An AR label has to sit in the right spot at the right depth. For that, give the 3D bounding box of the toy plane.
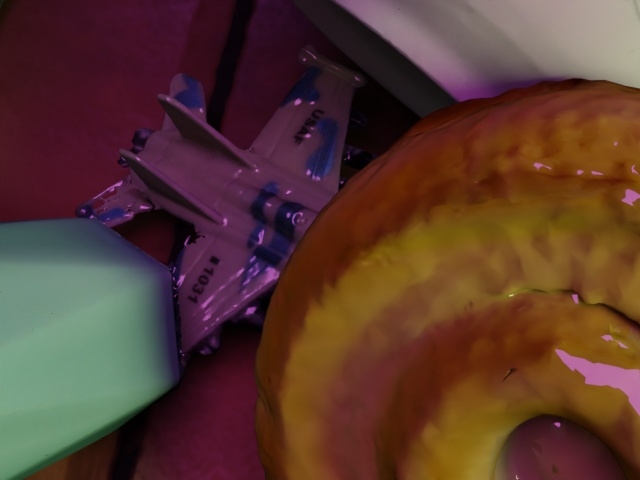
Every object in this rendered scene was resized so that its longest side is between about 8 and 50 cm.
[{"bbox_3d":[0.002,0.004,0.638,0.262,0.088,0.192,30,76,15],"label":"toy plane"}]

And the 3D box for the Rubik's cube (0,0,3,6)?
[{"bbox_3d":[-0.378,-0.160,0.575,0.362,0.363,0.358,20,71,5],"label":"Rubik's cube"}]

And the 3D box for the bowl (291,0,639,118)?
[{"bbox_3d":[0.082,-0.133,0.600,0.287,0.287,0.144,40,92,16],"label":"bowl"}]

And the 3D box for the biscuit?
[{"bbox_3d":[0.104,0.084,0.510,0.296,0.296,0.102,32,29,14],"label":"biscuit"}]

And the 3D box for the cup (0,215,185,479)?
[{"bbox_3d":[-0.168,0.053,0.535,0.148,0.236,0.134,3,99,35],"label":"cup"}]
